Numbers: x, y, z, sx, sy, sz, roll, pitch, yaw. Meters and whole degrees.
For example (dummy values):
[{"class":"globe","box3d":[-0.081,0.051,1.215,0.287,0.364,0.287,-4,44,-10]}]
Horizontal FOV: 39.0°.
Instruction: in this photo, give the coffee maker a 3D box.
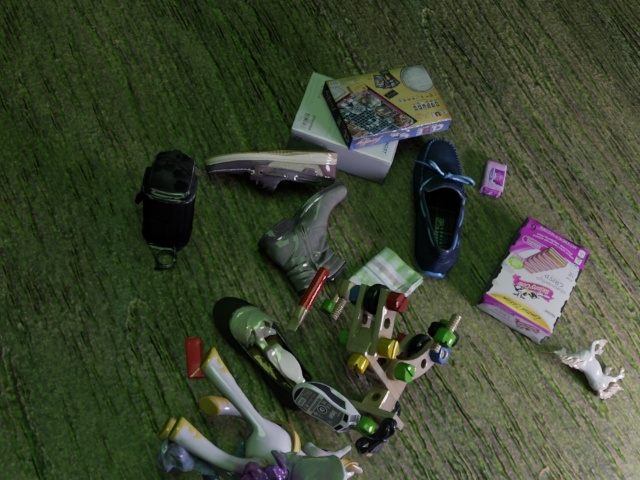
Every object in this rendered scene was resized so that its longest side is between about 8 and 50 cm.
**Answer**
[{"class":"coffee maker","box3d":[-0.293,-0.062,1.782,0.120,0.178,0.171,-11,63,-17]}]

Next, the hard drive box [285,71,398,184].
[{"class":"hard drive box","box3d":[0.061,-0.252,2.017,0.232,0.089,0.181,19,58,0]}]

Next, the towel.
[{"class":"towel","box3d":[0.129,0.089,1.874,0.113,0.023,0.152,43,61,13]}]

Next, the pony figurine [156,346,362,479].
[{"class":"pony figurine","box3d":[-0.094,0.392,1.512,0.363,0.303,0.351,35,30,-10]}]

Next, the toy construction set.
[{"class":"toy construction set","box3d":[0.077,0.216,1.689,0.308,0.257,0.237,26,72,18]}]

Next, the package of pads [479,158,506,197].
[{"class":"package of pads","box3d":[0.394,-0.141,2.056,0.050,0.032,0.083,16,58,0]}]

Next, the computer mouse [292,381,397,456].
[{"class":"computer mouse","box3d":[0.038,0.309,1.631,0.193,0.106,0.042,35,40,2]}]

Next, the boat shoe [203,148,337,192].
[{"class":"boat shoe","box3d":[-0.104,-0.147,1.920,0.285,0.103,0.092,-2,96,-6]}]

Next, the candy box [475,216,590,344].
[{"class":"candy box","box3d":[0.453,0.082,1.917,0.159,0.071,0.233,31,60,6]}]

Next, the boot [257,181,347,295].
[{"class":"boot","box3d":[0.000,0.000,1.880,0.246,0.083,0.161,-40,85,-26]}]

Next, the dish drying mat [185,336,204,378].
[{"class":"dish drying mat","box3d":[-0.240,0.223,1.728,0.032,0.008,0.083,-2,61,-12]}]

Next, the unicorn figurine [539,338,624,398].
[{"class":"unicorn figurine","box3d":[0.549,0.252,1.844,0.111,0.060,0.162,-29,69,-25]}]

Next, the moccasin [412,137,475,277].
[{"class":"moccasin","box3d":[0.273,-0.086,1.949,0.137,0.117,0.342,5,60,-9]}]

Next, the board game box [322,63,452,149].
[{"class":"board game box","box3d":[0.145,-0.296,1.984,0.243,0.042,0.165,-13,63,-19]}]

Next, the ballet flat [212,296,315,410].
[{"class":"ballet flat","box3d":[-0.099,0.198,1.720,0.095,0.096,0.280,-36,72,-26]}]
